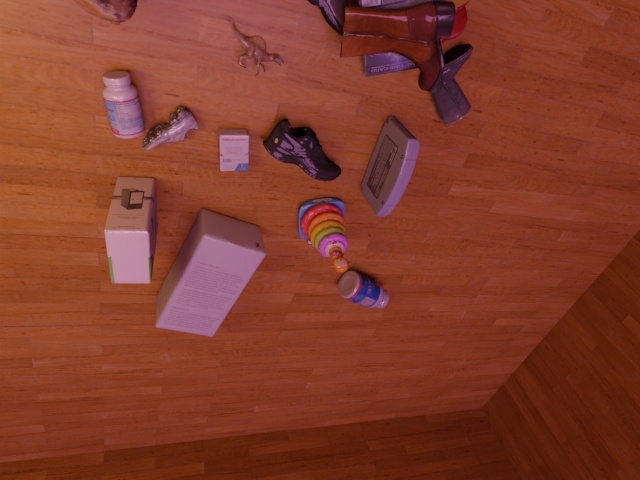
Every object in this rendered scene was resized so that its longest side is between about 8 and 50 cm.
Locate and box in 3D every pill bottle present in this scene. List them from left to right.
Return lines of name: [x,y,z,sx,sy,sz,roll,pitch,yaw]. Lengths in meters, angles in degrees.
pill bottle: [-0.524,-0.360,1.153,0.087,0.087,0.160,-7,131,-13]
pill bottle: [0.193,0.221,1.884,0.221,0.124,0.124,26,118,-36]

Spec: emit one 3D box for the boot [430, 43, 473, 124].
boot: [0.433,-0.489,1.383,0.189,0.076,0.208,-30,127,27]

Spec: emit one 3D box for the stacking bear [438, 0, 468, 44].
stacking bear: [0.328,-0.666,1.136,0.175,0.164,0.289,-52,149,-19]

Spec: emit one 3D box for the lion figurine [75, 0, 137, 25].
lion figurine: [-0.414,-0.637,0.819,0.240,0.142,0.392,16,118,-41]

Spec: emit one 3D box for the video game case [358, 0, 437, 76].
video game case: [0.208,-0.562,1.173,0.195,0.026,0.274,-8,158,6]

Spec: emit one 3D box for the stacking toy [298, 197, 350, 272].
stacking toy: [0.034,0.001,1.514,0.175,0.302,0.166,-7,132,-12]

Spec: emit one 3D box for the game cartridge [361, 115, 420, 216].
game cartridge: [0.228,-0.237,1.448,0.060,0.196,0.295,3,129,-21]

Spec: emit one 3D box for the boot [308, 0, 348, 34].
boot: [0.064,-0.642,1.122,0.161,0.083,0.246,-46,130,14]

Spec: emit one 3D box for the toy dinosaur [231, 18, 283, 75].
toy dinosaur: [-0.189,-0.512,1.174,0.183,0.053,0.093,22,104,-42]

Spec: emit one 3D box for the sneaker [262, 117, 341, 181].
sneaker: [-0.036,-0.284,1.383,0.286,0.109,0.130,21,114,-35]

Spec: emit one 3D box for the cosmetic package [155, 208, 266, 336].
cosmetic package: [-0.407,0.130,1.569,0.229,0.162,0.453,19,121,-31]

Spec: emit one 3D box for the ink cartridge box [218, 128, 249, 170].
ink cartridge box: [-0.267,-0.280,1.336,0.088,0.052,0.123,-4,132,-16]

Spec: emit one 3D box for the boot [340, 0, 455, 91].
boot: [0.193,-0.501,1.162,0.279,0.096,0.264,-5,158,1]

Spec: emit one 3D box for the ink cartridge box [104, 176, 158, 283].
ink cartridge box: [-0.556,-0.036,1.299,0.114,0.273,0.199,1,129,-17]

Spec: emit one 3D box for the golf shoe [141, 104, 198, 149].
golf shoe: [-0.431,-0.303,1.253,0.176,0.069,0.086,-32,138,11]

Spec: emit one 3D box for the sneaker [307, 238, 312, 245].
sneaker: [0.000,0.000,1.689,0.108,0.040,0.044,0,146,-14]
